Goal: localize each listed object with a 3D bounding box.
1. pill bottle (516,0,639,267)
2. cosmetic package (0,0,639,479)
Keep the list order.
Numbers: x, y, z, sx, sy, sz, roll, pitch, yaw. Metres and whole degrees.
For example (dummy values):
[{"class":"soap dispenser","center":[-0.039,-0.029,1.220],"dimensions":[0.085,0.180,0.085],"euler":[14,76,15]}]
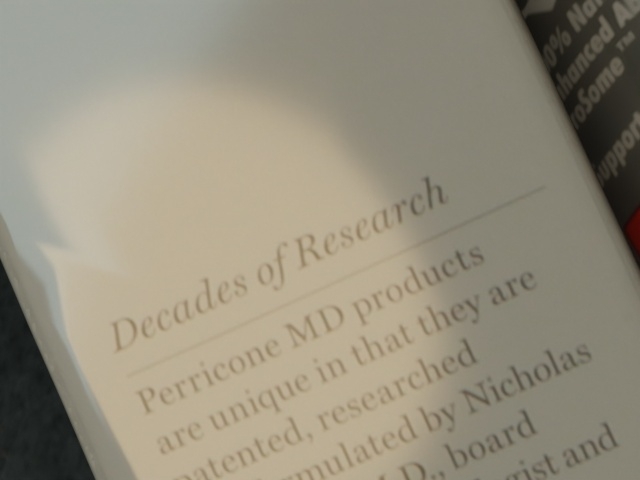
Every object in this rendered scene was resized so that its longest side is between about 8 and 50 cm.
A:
[{"class":"pill bottle","center":[0.152,-0.117,0.499],"dimensions":[0.210,0.210,0.363],"euler":[-36,59,20]},{"class":"cosmetic package","center":[0.000,0.000,0.439],"dimensions":[0.161,0.230,0.453],"euler":[-24,86,2]}]
